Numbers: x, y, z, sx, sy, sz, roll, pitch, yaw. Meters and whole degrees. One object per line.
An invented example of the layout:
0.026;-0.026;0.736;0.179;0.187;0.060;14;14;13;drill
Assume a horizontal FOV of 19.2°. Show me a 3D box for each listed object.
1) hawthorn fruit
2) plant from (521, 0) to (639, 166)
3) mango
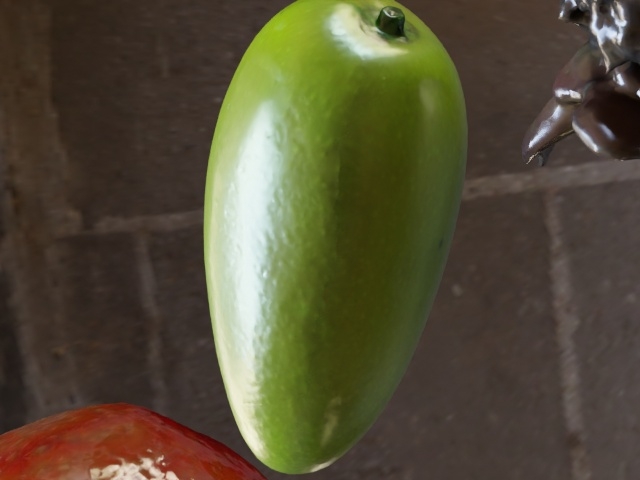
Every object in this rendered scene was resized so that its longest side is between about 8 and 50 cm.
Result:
-0.073;0.149;0.745;0.188;0.169;0.169;6;98;52;hawthorn fruit
0.217;-0.132;1.043;0.204;0.178;0.234;15;99;25;plant
0.000;0.000;1.279;0.192;0.156;0.343;38;120;57;mango
